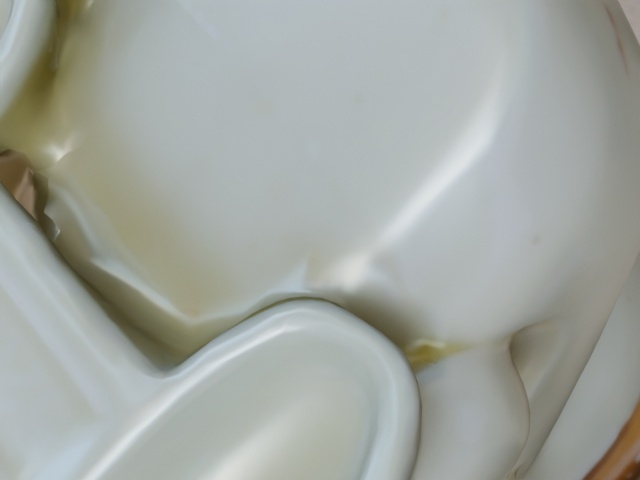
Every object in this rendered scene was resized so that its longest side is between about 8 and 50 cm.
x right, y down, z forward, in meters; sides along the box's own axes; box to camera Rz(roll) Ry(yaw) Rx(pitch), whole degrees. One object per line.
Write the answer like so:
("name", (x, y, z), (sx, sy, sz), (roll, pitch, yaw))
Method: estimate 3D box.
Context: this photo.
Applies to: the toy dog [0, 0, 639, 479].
("toy dog", (0.007, 0.008, 0.698), (0.285, 0.408, 0.395), (38, 90, 23))
